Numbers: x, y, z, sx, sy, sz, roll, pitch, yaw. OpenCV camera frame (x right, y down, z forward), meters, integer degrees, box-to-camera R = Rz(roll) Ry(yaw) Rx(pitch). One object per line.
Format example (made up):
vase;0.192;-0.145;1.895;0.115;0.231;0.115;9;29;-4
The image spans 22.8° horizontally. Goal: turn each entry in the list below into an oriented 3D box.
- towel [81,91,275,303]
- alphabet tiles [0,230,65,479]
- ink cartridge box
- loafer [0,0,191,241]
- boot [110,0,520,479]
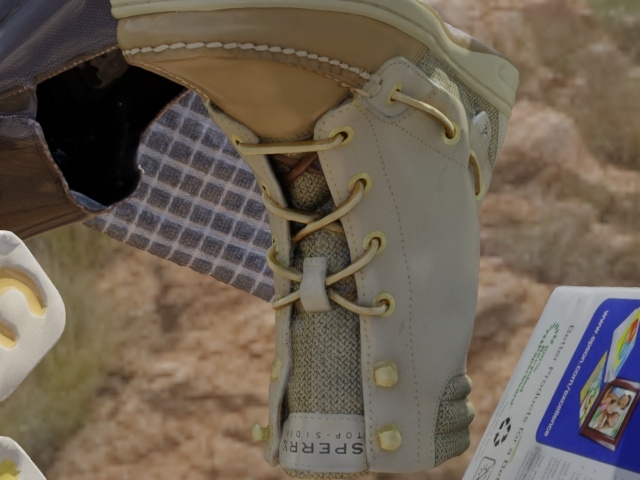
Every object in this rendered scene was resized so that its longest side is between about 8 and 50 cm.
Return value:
towel;-0.071;-0.095;1.148;0.284;0.235;0.121;24;7;-17
alphabet tiles;-0.205;0.045;0.562;0.021;0.284;0.278;-17;24;38
ink cartridge box;0.144;0.108;0.616;0.069;0.175;0.371;28;-7;-9
loafer;-0.183;-0.061;0.953;0.134;0.366;0.130;15;38;-49
boot;0.000;0.000;0.673;0.095;0.203;0.262;5;-4;30
